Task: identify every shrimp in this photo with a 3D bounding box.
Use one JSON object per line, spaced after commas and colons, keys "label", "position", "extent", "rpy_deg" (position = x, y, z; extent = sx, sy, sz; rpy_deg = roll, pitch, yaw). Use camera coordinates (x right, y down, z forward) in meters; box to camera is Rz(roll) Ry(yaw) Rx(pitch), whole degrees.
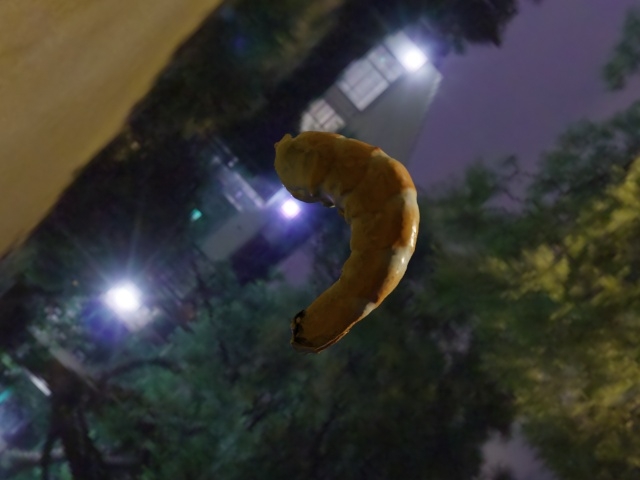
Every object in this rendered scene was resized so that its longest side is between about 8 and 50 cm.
{"label": "shrimp", "position": [0.000, 0.000, 0.855], "extent": [0.049, 0.161, 0.166], "rpy_deg": [28, 88, -54]}
